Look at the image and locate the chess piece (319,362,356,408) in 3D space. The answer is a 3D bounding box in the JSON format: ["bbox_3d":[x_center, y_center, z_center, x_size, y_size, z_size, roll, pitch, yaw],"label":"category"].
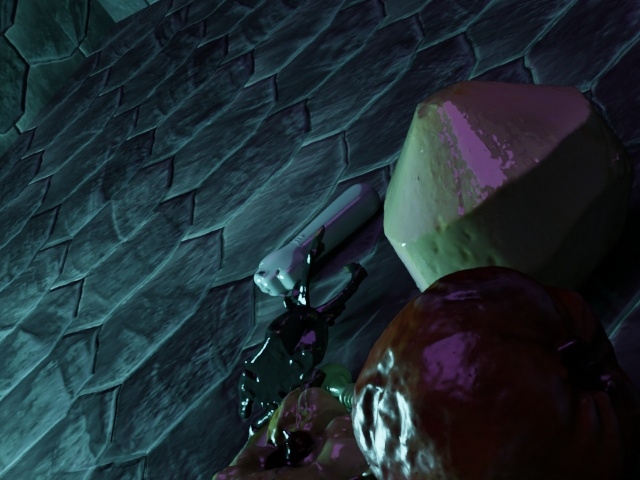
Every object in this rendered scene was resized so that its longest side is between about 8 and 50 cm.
[{"bbox_3d":[0.030,0.162,1.607,0.042,0.042,0.093,-43,27,-10],"label":"chess piece"}]

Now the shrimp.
[{"bbox_3d":[-0.063,0.219,1.581,0.217,0.051,0.150,-53,0,3],"label":"shrimp"}]

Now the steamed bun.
[{"bbox_3d":[-0.019,0.226,1.408,0.177,0.106,0.192,-47,29,-17],"label":"steamed bun"}]

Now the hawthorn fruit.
[{"bbox_3d":[0.119,0.154,1.232,0.272,0.242,0.242,-35,20,35],"label":"hawthorn fruit"}]

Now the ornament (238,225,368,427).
[{"bbox_3d":[-0.011,0.076,1.696,0.236,0.080,0.202,-59,-2,-39],"label":"ornament"}]

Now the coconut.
[{"bbox_3d":[0.181,-0.050,1.508,0.259,0.259,0.259,-32,23,15],"label":"coconut"}]

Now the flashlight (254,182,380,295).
[{"bbox_3d":[0.000,0.000,1.962,0.200,0.047,0.093,-42,23,-15],"label":"flashlight"}]
